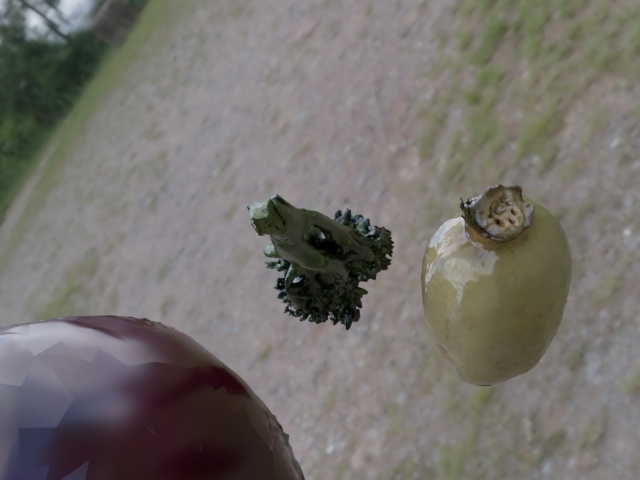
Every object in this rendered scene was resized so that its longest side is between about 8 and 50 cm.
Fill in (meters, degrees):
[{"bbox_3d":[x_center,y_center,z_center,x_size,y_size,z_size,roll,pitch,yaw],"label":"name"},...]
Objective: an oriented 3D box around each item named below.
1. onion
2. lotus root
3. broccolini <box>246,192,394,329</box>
[{"bbox_3d":[-0.156,0.183,0.695,0.337,0.282,0.260,-17,-22,-18],"label":"onion"},{"bbox_3d":[0.081,0.022,0.631,0.073,0.062,0.150,-30,-32,-14],"label":"lotus root"},{"bbox_3d":[-0.012,-0.005,0.745,0.074,0.058,0.201,-59,-22,-7],"label":"broccolini"}]
